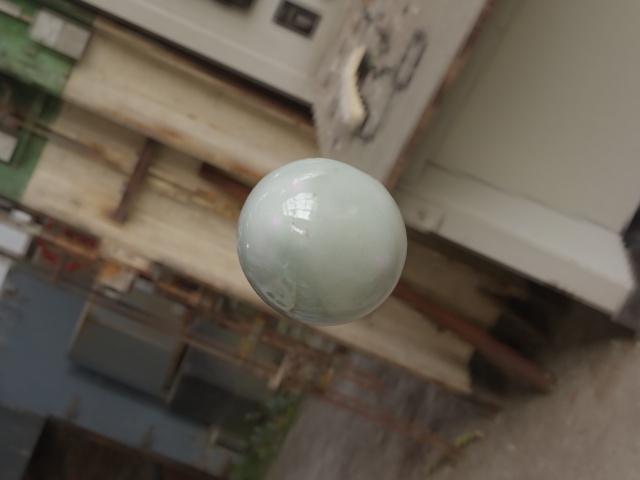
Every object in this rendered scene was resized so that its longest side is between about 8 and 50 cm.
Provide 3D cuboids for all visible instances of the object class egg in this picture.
[{"bbox_3d":[0.000,0.000,1.347,0.209,0.151,0.151,44,-112,-74],"label":"egg"}]
